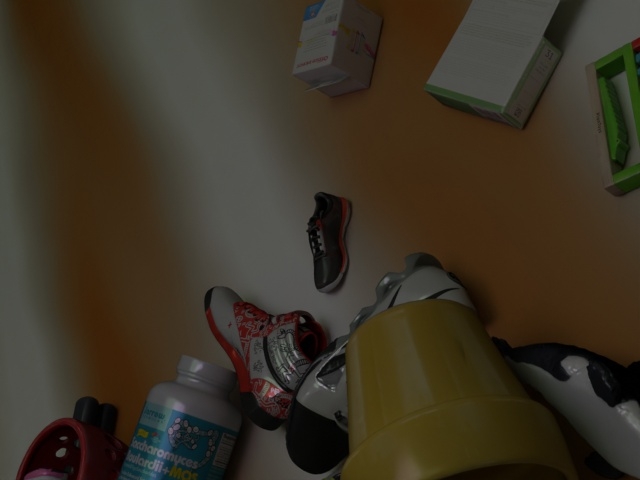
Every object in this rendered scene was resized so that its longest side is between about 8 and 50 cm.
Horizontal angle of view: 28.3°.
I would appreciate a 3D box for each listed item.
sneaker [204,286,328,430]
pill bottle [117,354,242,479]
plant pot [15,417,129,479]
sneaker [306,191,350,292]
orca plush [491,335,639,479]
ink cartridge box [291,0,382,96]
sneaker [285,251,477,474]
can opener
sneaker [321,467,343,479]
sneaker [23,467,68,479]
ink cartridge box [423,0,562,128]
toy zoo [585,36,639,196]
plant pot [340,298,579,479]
[{"bbox_3d":[-0.072,0.134,1.854,0.145,0.090,0.270,-45,45,20],"label":"sneaker"},{"bbox_3d":[-0.205,0.306,1.857,0.146,0.146,0.264,5,73,50],"label":"pill bottle"},{"bbox_3d":[-0.352,0.385,1.957,0.191,0.174,0.191,-26,51,38],"label":"plant pot"},{"bbox_3d":[0.000,0.000,1.865,0.061,0.065,0.157,-21,54,41],"label":"sneaker"},{"bbox_3d":[0.320,0.174,1.411,0.287,0.102,0.151,16,126,62],"label":"orca plush"},{"bbox_3d":[0.025,-0.296,1.989,0.092,0.090,0.143,-8,64,47],"label":"ink cartridge box"},{"bbox_3d":[0.077,0.181,1.625,0.330,0.122,0.146,-57,36,9],"label":"sneaker"},{"bbox_3d":[-0.409,0.403,2.094,0.095,0.076,0.283,-18,55,42],"label":"can opener"},{"bbox_3d":[-0.072,0.429,1.641,0.384,0.145,0.147,-50,31,8],"label":"sneaker"},{"bbox_3d":[-0.441,0.399,1.853,0.178,0.072,0.077,-36,45,31],"label":"sneaker"},{"bbox_3d":[0.260,-0.282,1.741,0.171,0.056,0.235,27,87,52],"label":"ink cartridge box"},{"bbox_3d":[0.451,-0.191,1.487,0.293,0.030,0.192,-28,50,36],"label":"toy zoo"},{"bbox_3d":[0.134,0.206,1.428,0.254,0.254,0.239,-38,48,29],"label":"plant pot"}]
